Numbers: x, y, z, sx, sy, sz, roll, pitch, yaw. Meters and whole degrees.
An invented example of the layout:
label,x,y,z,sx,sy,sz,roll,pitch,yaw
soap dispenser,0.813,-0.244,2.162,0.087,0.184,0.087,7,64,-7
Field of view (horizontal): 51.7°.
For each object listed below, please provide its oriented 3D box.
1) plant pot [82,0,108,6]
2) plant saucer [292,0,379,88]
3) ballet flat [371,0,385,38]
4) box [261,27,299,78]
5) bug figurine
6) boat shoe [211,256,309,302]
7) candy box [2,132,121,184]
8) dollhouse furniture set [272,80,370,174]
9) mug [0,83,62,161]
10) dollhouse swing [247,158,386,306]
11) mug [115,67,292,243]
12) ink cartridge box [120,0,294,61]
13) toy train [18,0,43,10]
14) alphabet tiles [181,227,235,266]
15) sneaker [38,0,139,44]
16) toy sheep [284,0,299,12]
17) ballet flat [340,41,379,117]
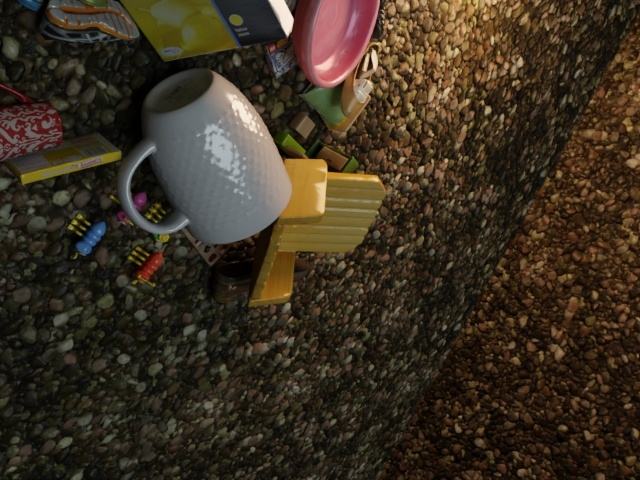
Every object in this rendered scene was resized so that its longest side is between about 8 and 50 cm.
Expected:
label,x,y,z,sx,sy,sz,roll,pitch,yaw
plant pot,-0.420,-0.489,1.220,0.083,0.083,0.079,-1,136,-47
plant saucer,0.033,-0.542,1.619,0.332,0.084,0.332,-50,155,-34
ballet flat,0.148,-0.632,1.783,0.058,0.049,0.173,3,124,3
box,-0.078,-0.481,1.653,0.137,0.027,0.093,-39,140,-21
bug figurine,-0.444,-0.010,1.568,0.216,0.072,0.279,-55,142,-1
boat shoe,-0.178,0.111,1.924,0.308,0.111,0.104,-4,123,-34
candy box,-0.523,-0.169,1.341,0.206,0.105,0.027,-22,131,-35
dollhouse furniture set,0.043,-0.325,1.794,0.301,0.151,0.197,-54,142,-2
mug,-0.585,-0.220,1.238,0.169,0.113,0.150,-22,133,-40
dollhouse swing,0.000,0.000,1.753,0.305,0.315,0.346,14,134,-11
mug,-0.279,-0.170,1.463,0.374,0.276,0.328,-42,135,-20
ink cartridge box,-0.248,-0.492,1.261,0.307,0.304,0.072,53,41,-52
toy train,-0.535,-0.504,1.103,0.143,0.105,0.248,-48,144,12
alphabet tiles,-0.254,-0.066,1.777,0.237,0.009,0.198,-46,142,-15
sneaker,-0.445,-0.416,1.276,0.083,0.084,0.215,-30,169,34
toy sheep,-0.100,-0.568,1.525,0.132,0.091,0.091,5,114,-33
ballet flat,0.109,-0.438,1.773,0.080,0.073,0.232,31,64,-46
